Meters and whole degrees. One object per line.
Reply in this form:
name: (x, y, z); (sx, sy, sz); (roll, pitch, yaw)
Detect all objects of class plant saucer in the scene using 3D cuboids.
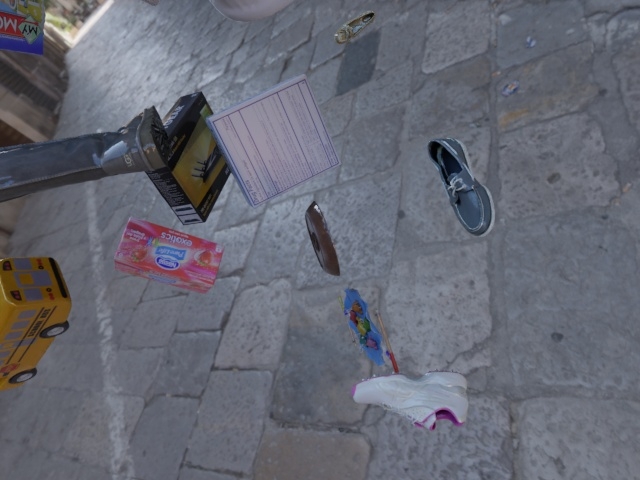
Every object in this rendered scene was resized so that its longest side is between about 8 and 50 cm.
plant saucer: (0.000, 0.000, 0.899); (0.029, 0.168, 0.168); (-18, 38, -8)

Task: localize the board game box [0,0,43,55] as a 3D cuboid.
board game box: (-0.601, -0.436, 0.691); (0.317, 0.046, 0.214); (-48, -27, -68)

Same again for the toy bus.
toy bus: (-0.595, 0.174, 0.821); (0.332, 0.130, 0.108); (-45, 68, 26)

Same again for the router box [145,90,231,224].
router box: (-0.364, -0.236, 1.211); (0.081, 0.243, 0.309); (-6, 44, 20)

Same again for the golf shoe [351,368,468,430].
golf shoe: (0.231, 0.419, 1.107); (0.306, 0.115, 0.140); (-9, 54, 14)

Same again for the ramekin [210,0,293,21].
ramekin: (-0.113, -0.491, 0.625); (0.277, 0.135, 0.277); (-5, 81, 31)

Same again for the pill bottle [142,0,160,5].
pill bottle: (-0.222, -0.298, 0.406); (0.086, 0.152, 0.086); (-14, 69, 43)

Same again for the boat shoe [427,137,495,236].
boat shoe: (0.375, -0.153, 1.172); (0.116, 0.099, 0.320); (-43, 49, 47)

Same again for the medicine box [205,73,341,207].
medicine box: (-0.131, -0.279, 1.197); (0.289, 0.264, 0.149); (-28, 23, -8)

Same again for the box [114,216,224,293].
box: (-0.481, 0.055, 1.358); (0.154, 0.300, 0.142); (-34, 41, 59)

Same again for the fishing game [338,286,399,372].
fishing game: (0.087, 0.192, 0.947); (0.041, 0.189, 0.264); (-19, 7, -14)

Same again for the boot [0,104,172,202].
boot: (-0.301, -0.106, 0.532); (0.208, 0.076, 0.190); (-19, 23, -6)

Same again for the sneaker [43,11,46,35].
sneaker: (-0.657, -0.500, 0.986); (0.069, 0.038, 0.098); (41, 123, 44)

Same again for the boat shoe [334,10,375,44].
boat shoe: (0.115, -0.714, 1.423); (0.153, 0.056, 0.048); (-28, 17, 9)
